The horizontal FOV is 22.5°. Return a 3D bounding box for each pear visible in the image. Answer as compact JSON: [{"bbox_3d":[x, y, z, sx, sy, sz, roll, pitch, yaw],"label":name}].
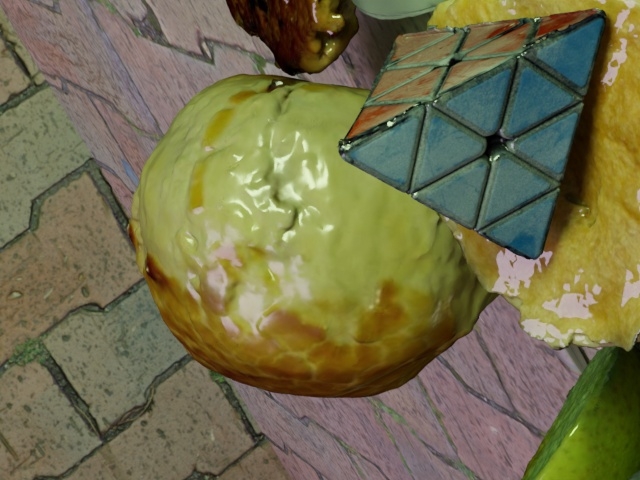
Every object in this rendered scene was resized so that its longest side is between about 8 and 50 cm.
[{"bbox_3d":[0.284,0.207,1.588,0.139,0.288,0.239,26,137,14],"label":"pear"}]

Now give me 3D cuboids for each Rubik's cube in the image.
[{"bbox_3d":[0.148,-0.067,1.180,0.190,0.211,0.178,-18,114,29],"label":"Rubik's cube"}]

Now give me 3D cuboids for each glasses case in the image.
[{"bbox_3d":[0.269,0.119,1.763,0.083,0.021,0.032,57,166,-17],"label":"glasses case"}]

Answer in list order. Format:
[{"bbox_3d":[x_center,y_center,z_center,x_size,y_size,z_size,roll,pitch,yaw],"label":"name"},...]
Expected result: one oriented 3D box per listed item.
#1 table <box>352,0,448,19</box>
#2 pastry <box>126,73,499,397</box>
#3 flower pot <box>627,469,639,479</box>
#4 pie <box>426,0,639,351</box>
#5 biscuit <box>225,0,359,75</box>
[{"bbox_3d":[0.048,-0.300,1.274,0.126,0.126,0.220,34,157,48],"label":"table"},{"bbox_3d":[0.000,0.000,1.582,0.388,0.389,0.312,21,106,62],"label":"pastry"},{"bbox_3d":[0.383,0.359,1.460,0.283,0.299,0.299,46,164,35],"label":"flower pot"},{"bbox_3d":[0.195,-0.072,1.224,0.339,0.083,0.339,20,117,46],"label":"pie"},{"bbox_3d":[-0.035,-0.296,1.502,0.334,0.081,0.289,173,78,-76],"label":"biscuit"}]
